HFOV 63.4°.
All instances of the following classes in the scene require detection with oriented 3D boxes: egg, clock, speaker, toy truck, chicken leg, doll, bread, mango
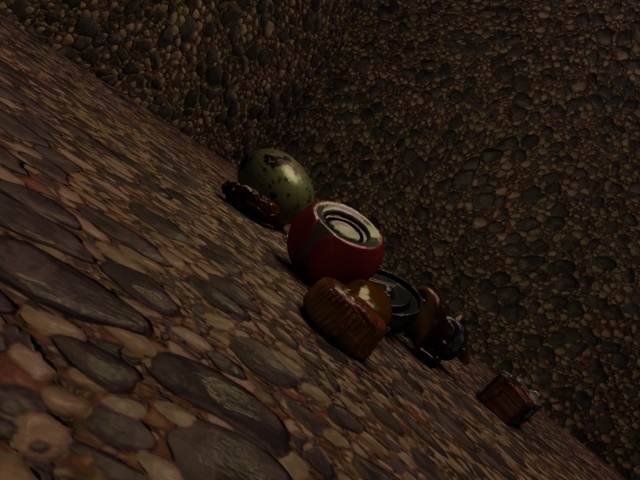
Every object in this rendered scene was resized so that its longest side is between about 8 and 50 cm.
[{"bbox_3d":[-0.192,-0.234,2.277,0.379,0.288,0.287,51,4,-1],"label":"egg"},{"bbox_3d":[0.192,0.178,1.676,0.281,0.055,0.280,14,25,-7],"label":"clock"},{"bbox_3d":[0.051,0.019,1.561,0.294,0.294,0.294,37,4,-3],"label":"speaker"},{"bbox_3d":[0.679,0.562,1.824,0.305,0.136,0.162,29,16,-52],"label":"toy truck"},{"bbox_3d":[-0.230,-0.114,1.998,0.158,0.095,0.407,16,-12,35],"label":"chicken leg"},{"bbox_3d":[0.386,0.319,1.817,0.340,0.209,0.317,31,40,-48],"label":"doll"},{"bbox_3d":[0.054,0.160,1.118,0.199,0.104,0.199,39,3,-2],"label":"bread"},{"bbox_3d":[0.120,0.181,1.377,0.152,0.120,0.221,34,11,-9],"label":"mango"}]

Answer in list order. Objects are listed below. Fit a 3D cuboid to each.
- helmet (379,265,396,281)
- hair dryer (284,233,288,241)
[{"bbox_3d":[0.209,0.175,1.930,0.198,0.154,0.253,52,7,26],"label":"helmet"},{"bbox_3d":[-0.057,0.048,1.923,0.207,0.075,0.237,31,11,3],"label":"hair dryer"}]
